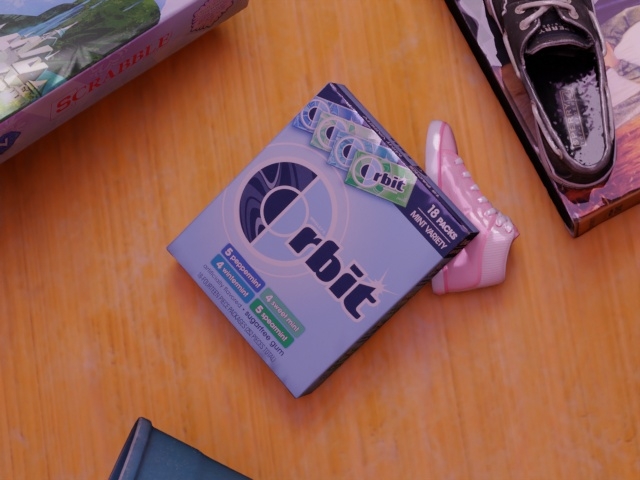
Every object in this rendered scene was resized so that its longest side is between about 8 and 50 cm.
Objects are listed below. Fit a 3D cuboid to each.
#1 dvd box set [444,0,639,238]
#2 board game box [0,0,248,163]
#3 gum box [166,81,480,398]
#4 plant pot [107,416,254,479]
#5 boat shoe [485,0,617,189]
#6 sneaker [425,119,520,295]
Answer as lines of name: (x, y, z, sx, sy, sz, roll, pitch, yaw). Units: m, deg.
dvd box set: (0.311, -0.230, 1.259, 0.420, 0.062, 0.307, -26, 79, 1)
board game box: (-0.269, -0.224, 1.217, 0.318, 0.066, 0.318, -37, 77, -26)
gum box: (0.000, 0.000, 1.235, 0.184, 0.041, 0.157, -45, 78, 15)
plant pot: (-0.060, 0.293, 1.112, 0.255, 0.271, 0.271, 23, 83, -5)
boat shoe: (0.173, -0.148, 1.192, 0.078, 0.070, 0.219, -17, 79, 3)
sneaker: (0.116, -0.027, 1.247, 0.070, 0.051, 0.134, -3, 87, 9)
